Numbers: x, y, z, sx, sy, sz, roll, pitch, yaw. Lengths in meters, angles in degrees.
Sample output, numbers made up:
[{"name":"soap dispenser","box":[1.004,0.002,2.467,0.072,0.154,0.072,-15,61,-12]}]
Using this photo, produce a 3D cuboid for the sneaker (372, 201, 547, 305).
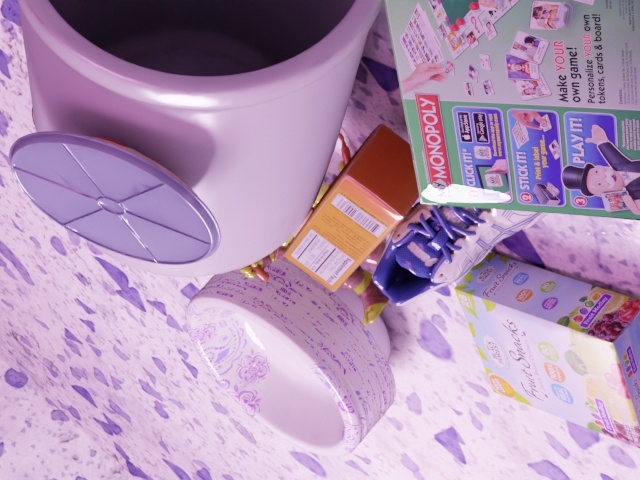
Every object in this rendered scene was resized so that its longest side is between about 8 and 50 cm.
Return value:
[{"name":"sneaker","box":[0.142,-0.015,1.471,0.112,0.131,0.296,42,152,7]}]

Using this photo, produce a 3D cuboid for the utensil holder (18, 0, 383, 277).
[{"name":"utensil holder","box":[-0.120,-0.177,1.392,0.327,0.327,0.385,38,155,12]}]

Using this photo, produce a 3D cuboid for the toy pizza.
[{"name":"toy pizza","box":[-0.179,-0.042,1.299,0.201,0.032,0.201,18,154,9]}]

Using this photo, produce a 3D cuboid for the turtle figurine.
[{"name":"turtle figurine","box":[0.000,0.000,1.718,0.217,0.087,0.269,41,121,-6]}]

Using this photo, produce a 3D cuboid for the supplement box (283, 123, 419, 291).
[{"name":"supplement box","box":[0.037,-0.029,1.530,0.080,0.078,0.233,37,154,-4]}]

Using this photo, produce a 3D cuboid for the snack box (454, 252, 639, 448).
[{"name":"snack box","box":[0.260,0.116,1.564,0.207,0.070,0.174,20,145,42]}]

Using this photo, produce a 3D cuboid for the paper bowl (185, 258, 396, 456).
[{"name":"paper bowl","box":[-0.024,0.131,1.893,0.284,0.148,0.284,34,151,21]}]

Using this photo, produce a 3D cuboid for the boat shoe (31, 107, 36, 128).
[{"name":"boat shoe","box":[-0.271,-0.112,1.971,0.257,0.095,0.095,46,140,-17]}]

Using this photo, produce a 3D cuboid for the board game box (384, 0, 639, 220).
[{"name":"board game box","box":[0.169,-0.150,1.236,0.213,0.046,0.317,6,137,19]}]
